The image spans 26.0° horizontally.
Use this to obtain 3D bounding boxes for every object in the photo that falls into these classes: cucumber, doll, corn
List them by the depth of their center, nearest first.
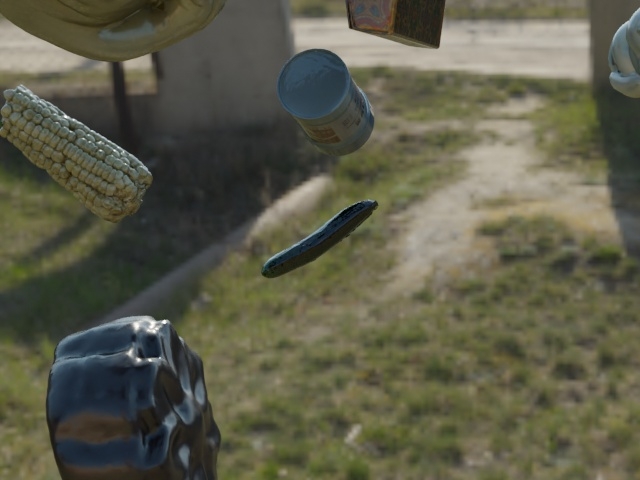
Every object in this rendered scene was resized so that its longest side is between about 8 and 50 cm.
[{"bbox_3d":[0.404,-0.224,1.661,0.107,0.110,0.181,-21,-1,-8],"label":"doll"},{"bbox_3d":[-0.308,-0.104,1.707,0.211,0.087,0.087,34,15,-3],"label":"corn"},{"bbox_3d":[0.000,0.000,1.774,0.184,0.036,0.033,-33,25,-24],"label":"cucumber"}]

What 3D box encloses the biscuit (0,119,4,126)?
[{"bbox_3d":[-0.251,-0.051,0.940,0.046,0.089,0.016,20,6,-40],"label":"biscuit"}]

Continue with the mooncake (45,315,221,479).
[{"bbox_3d":[-0.200,0.226,1.582,0.141,0.283,0.283,-15,12,10],"label":"mooncake"}]

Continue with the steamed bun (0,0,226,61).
[{"bbox_3d":[-0.250,-0.361,1.364,0.255,0.368,0.342,-12,-26,30],"label":"steamed bun"}]

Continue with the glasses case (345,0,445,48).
[{"bbox_3d":[0.073,-0.224,1.293,0.049,0.075,0.218,10,7,15],"label":"glasses case"}]

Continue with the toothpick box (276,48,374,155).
[{"bbox_3d":[0.008,-0.183,1.857,0.101,0.101,0.153,3,-13,16],"label":"toothpick box"}]
